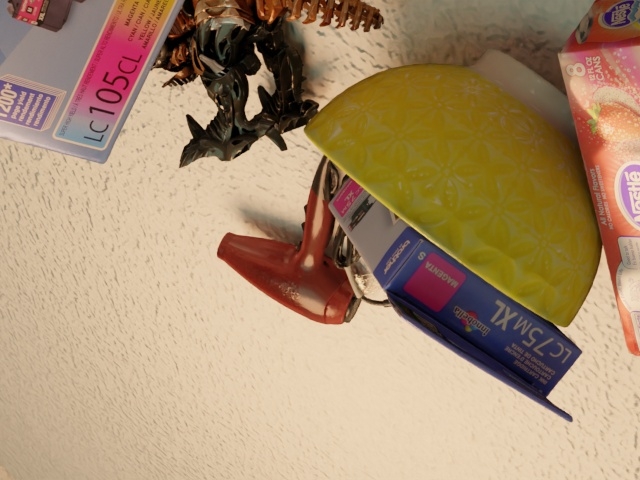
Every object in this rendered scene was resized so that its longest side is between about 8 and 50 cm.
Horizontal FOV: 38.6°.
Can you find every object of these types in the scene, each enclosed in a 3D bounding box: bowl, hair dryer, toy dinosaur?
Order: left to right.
[{"bbox_3d":[-0.091,-0.199,0.912,0.322,0.164,0.218,18,123,56],"label":"toy dinosaur"},{"bbox_3d":[0.000,0.000,1.092,0.293,0.080,0.224,-13,110,33],"label":"hair dryer"},{"bbox_3d":[0.145,-0.072,0.802,0.289,0.289,0.156,37,99,3],"label":"bowl"}]

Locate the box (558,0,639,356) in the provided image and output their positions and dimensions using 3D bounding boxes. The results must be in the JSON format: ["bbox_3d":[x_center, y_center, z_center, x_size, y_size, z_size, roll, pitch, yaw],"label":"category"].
[{"bbox_3d":[0.309,-0.054,0.726,0.154,0.142,0.300,1,127,37],"label":"box"}]

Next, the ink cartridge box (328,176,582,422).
[{"bbox_3d":[0.119,0.037,0.844,0.186,0.311,0.065,34,101,-17],"label":"ink cartridge box"}]

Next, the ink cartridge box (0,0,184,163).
[{"bbox_3d":[-0.328,-0.250,0.785,0.270,0.395,0.151,-60,42,20],"label":"ink cartridge box"}]
